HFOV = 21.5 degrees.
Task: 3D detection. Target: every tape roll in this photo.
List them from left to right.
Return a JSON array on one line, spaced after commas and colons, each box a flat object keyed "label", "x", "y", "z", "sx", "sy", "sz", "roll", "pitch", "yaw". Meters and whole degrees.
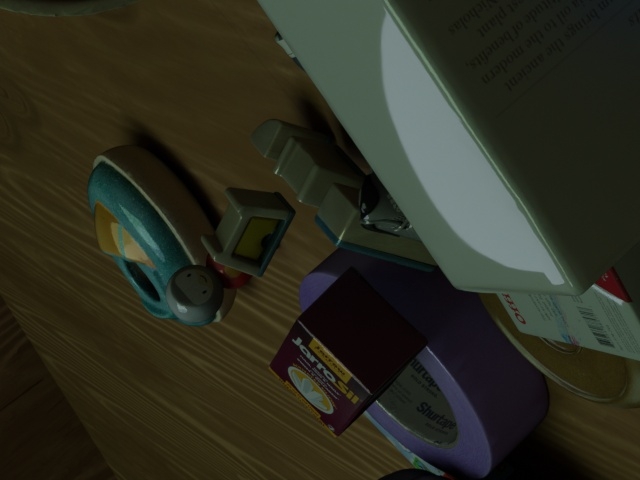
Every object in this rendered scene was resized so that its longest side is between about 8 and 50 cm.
[{"label": "tape roll", "x": 0.103, "y": 0.115, "z": 1.737, "sx": 0.275, "sy": 0.090, "sz": 0.275, "roll": 42, "pitch": 159, "yaw": 21}]

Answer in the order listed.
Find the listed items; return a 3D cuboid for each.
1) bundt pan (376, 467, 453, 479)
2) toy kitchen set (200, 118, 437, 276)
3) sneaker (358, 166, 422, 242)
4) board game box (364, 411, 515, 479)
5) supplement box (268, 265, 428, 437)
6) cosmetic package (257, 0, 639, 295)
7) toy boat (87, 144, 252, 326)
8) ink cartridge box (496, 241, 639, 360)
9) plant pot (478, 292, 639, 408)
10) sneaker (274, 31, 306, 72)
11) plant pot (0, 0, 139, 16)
[{"label": "bundt pan", "x": 0.177, "y": 0.339, "z": 1.808, "sx": 0.330, "sy": 0.124, "sz": 0.331, "roll": 20, "pitch": 169, "yaw": 4}, {"label": "toy kitchen set", "x": 0.000, "y": 0.000, "z": 1.638, "sx": 0.122, "sy": 0.166, "sz": 0.207, "roll": 15, "pitch": -158, "yaw": -35}, {"label": "sneaker", "x": 0.103, "y": -0.020, "z": 1.421, "sx": 0.132, "sy": 0.086, "sz": 0.228, "roll": 12, "pitch": 177, "yaw": -28}, {"label": "board game box", "x": 0.121, "y": 0.219, "z": 1.953, "sx": 0.211, "sy": 0.039, "sz": 0.160, "roll": 46, "pitch": 160, "yaw": 11}, {"label": "supplement box", "x": 0.023, "y": 0.112, "z": 1.648, "sx": 0.104, "sy": 0.081, "sz": 0.188, "roll": 45, "pitch": 159, "yaw": 7}, {"label": "cosmetic package", "x": 0.075, "y": -0.211, "z": 1.022, "sx": 0.453, "sy": 0.230, "sz": 0.161, "roll": 55, "pitch": 159, "yaw": -14}, {"label": "toy boat", "x": -0.184, "y": 0.015, "z": 2.063, "sx": 0.318, "sy": 0.148, "sz": 0.267, "roll": 16, "pitch": 142, "yaw": 56}, {"label": "ink cartridge box", "x": 0.210, "y": -0.005, "z": 1.249, "sx": 0.176, "sy": 0.127, "sz": 0.128, "roll": 11, "pitch": 138, "yaw": 59}, {"label": "plant pot", "x": 0.213, "y": 0.065, "z": 1.506, "sx": 0.236, "sy": 0.032, "sz": 0.236, "roll": 41, "pitch": 158, "yaw": 20}, {"label": "sneaker", "x": 0.071, "y": -0.139, "z": 1.360, "sx": 0.163, "sy": 0.086, "sz": 0.226, "roll": 52, "pitch": 158, "yaw": -12}, {"label": "plant pot", "x": -0.239, "y": -0.374, "z": 1.308, "sx": 0.305, "sy": 0.334, "sz": 0.334, "roll": 39, "pitch": 160, "yaw": 54}]
